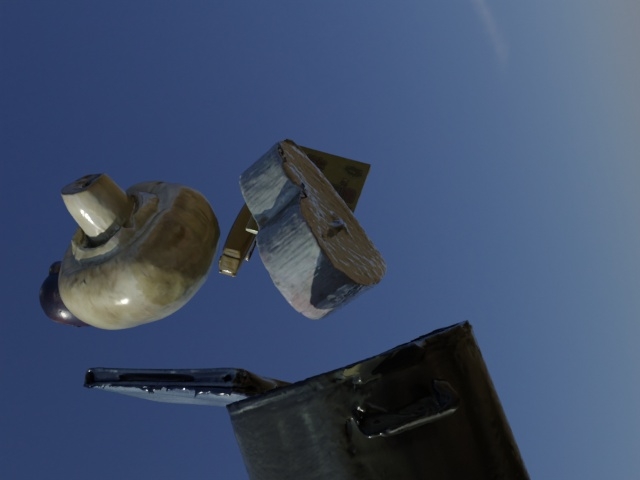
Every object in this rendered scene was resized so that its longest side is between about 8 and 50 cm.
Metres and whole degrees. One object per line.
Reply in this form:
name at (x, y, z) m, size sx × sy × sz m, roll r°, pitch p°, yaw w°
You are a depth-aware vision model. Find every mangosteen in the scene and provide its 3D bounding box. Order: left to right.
mangosteen at (-0.427, 0.083, 1.404) m, size 0.140 × 0.140 × 0.140 m, roll 36°, pitch -133°, yaw -53°

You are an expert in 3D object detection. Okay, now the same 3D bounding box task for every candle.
candle at (0.000, 0.000, 0.768) m, size 0.168 × 0.068 × 0.192 m, roll 41°, pitch -159°, yaw -39°

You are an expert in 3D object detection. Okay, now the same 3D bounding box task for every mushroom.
mushroom at (-0.288, 0.001, 1.181) m, size 0.260 × 0.254 × 0.234 m, roll -48°, pitch -57°, yaw -12°

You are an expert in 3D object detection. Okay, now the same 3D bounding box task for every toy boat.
toy boat at (-0.164, -0.004, 1.693) m, size 0.077 × 0.057 × 0.201 m, roll 96°, pitch -168°, yaw -50°

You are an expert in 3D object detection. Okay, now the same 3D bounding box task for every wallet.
wallet at (-0.146, 0.177, 0.953) m, size 0.167 × 0.222 × 0.036 m, roll 34°, pitch -122°, yaw -60°

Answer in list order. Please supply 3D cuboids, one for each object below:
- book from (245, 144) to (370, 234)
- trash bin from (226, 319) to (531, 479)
book at (-0.019, -0.074, 1.391) m, size 0.013 × 0.167 × 0.192 m, roll 87°, pitch -158°, yaw -62°
trash bin at (0.068, 0.231, 0.590) m, size 0.252 × 0.202 × 0.302 m, roll 142°, pitch 109°, yaw -72°
